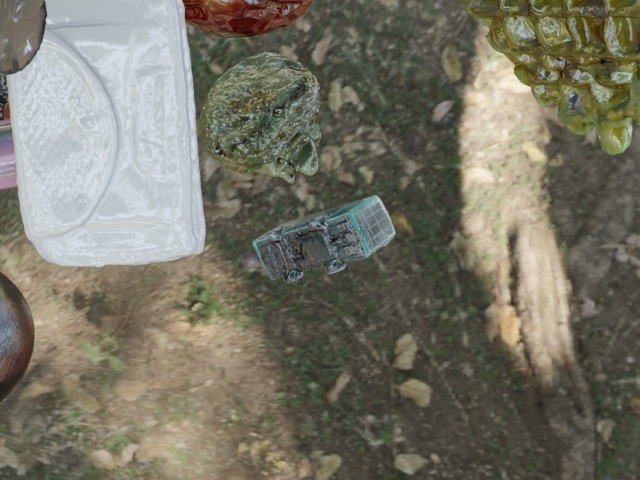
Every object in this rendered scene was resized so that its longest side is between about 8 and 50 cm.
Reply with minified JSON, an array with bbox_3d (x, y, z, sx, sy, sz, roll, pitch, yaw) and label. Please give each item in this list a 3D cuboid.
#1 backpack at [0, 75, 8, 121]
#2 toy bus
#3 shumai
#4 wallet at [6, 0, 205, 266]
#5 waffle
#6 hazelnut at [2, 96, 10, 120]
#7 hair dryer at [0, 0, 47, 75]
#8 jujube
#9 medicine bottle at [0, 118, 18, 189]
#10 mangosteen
[{"bbox_3d":[-0.619,-0.231,1.759,0.133,0.258,0.206,23,32,-44],"label":"backpack"},{"bbox_3d":[0.000,0.000,1.580,0.109,0.261,0.091,-32,101,-34],"label":"toy bus"},{"bbox_3d":[-0.102,-0.219,1.996,0.256,0.189,0.218,-43,137,-6],"label":"shumai"},{"bbox_3d":[-0.142,-0.071,0.669,0.124,0.032,0.183,-2,102,4],"label":"wallet"},{"bbox_3d":[0.200,-0.184,0.810,0.054,0.204,0.223,-33,75,-26],"label":"waffle"},{"bbox_3d":[-0.355,-0.176,1.427,0.160,0.202,0.170,32,96,-9],"label":"hazelnut"},{"bbox_3d":[-0.352,-0.112,0.524,0.284,0.320,0.156,-32,130,-48],"label":"hair dryer"},{"bbox_3d":[-0.102,-0.343,1.308,0.250,0.174,0.174,-23,92,-65],"label":"jujube"},{"bbox_3d":[-0.291,-0.113,1.176,0.187,0.094,0.119,-10,57,3],"label":"medicine bottle"},{"bbox_3d":[-0.597,0.163,1.595,0.311,0.311,0.311,4,80,-24],"label":"mangosteen"}]
